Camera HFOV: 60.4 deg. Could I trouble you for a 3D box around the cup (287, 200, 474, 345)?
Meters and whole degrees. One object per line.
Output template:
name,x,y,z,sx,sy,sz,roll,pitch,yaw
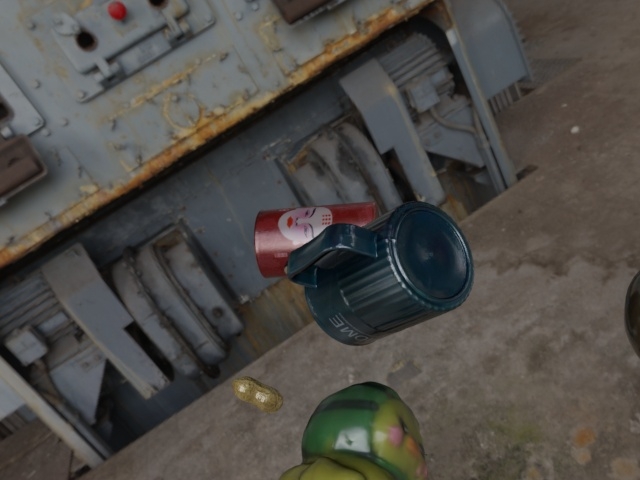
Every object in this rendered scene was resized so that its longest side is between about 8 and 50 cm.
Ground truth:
cup,0.120,0.053,1.145,0.292,0.308,0.242,-32,17,52

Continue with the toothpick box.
toothpick box,0.000,0.000,1.560,0.333,0.204,0.204,-5,30,11

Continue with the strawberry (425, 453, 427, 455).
strawberry,0.171,0.525,1.217,0.131,0.148,0.131,-2,-6,0

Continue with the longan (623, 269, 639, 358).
longan,0.498,0.105,0.697,0.198,0.198,0.212,-35,61,-9

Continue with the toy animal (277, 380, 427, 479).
toy animal,0.030,0.350,0.748,0.191,0.216,0.338,-14,32,31

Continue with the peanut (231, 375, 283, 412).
peanut,-0.121,0.295,1.057,0.054,0.113,0.054,-48,22,27
